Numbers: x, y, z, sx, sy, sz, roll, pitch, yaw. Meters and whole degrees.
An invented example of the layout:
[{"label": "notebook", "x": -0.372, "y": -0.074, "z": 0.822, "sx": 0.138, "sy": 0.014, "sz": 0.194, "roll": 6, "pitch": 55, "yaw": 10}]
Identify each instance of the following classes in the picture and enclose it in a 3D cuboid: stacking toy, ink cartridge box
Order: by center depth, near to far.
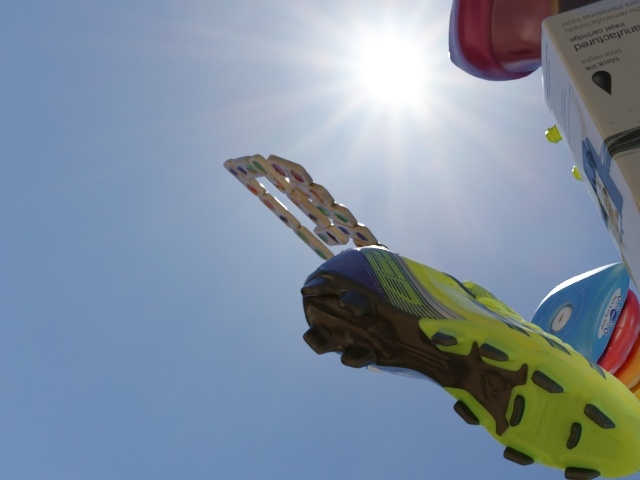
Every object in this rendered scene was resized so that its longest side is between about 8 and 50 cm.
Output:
[{"label": "ink cartridge box", "x": 0.245, "y": -0.066, "z": 0.763, "sx": 0.087, "sy": 0.153, "sz": 0.208, "roll": 73, "pitch": 0, "yaw": -53}, {"label": "stacking toy", "x": 0.417, "y": 0.179, "z": 1.527, "sx": 0.302, "sy": 0.175, "sz": 0.166, "roll": 35, "pitch": -25, "yaw": -13}]

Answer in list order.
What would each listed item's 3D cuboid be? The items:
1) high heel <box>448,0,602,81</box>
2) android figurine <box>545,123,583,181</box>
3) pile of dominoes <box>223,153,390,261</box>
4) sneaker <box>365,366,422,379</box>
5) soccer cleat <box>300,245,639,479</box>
[{"label": "high heel", "x": 0.163, "y": -0.328, "z": 1.036, "sx": 0.181, "sy": 0.127, "sz": 0.377, "roll": 9, "pitch": -83, "yaw": 59}, {"label": "android figurine", "x": 0.373, "y": -0.161, "z": 1.287, "sx": 0.273, "sy": 0.056, "sz": 0.248, "roll": -31, "pitch": -57, "yaw": 15}, {"label": "pile of dominoes", "x": 0.000, "y": 0.000, "z": 1.362, "sx": 0.251, "sy": 0.040, "sz": 0.196, "roll": 43, "pitch": -16, "yaw": -16}, {"label": "sneaker", "x": 0.140, "y": 0.151, "z": 1.831, "sx": 0.121, "sy": 0.099, "sz": 0.262, "roll": 16, "pitch": -15, "yaw": 6}, {"label": "soccer cleat", "x": 0.115, "y": 0.070, "z": 0.848, "sx": 0.289, "sy": 0.121, "sz": 0.093, "roll": 24, "pitch": -53, "yaw": 36}]
